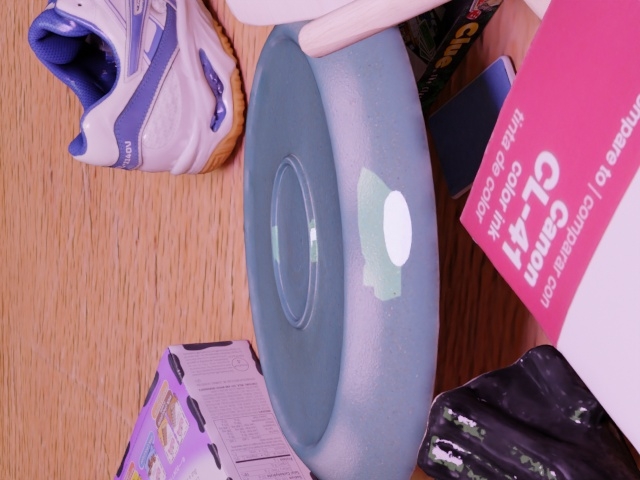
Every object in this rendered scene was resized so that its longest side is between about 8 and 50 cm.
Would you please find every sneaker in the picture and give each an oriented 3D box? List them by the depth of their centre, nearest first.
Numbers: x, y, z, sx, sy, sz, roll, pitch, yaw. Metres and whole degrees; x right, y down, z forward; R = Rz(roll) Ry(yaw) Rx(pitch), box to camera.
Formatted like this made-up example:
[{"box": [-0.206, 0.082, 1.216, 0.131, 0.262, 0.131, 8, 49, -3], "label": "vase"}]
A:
[{"box": [-0.154, -0.184, 1.164, 0.112, 0.131, 0.296, -55, 48, 48], "label": "sneaker"}]

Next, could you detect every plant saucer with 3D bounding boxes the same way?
[{"box": [0.000, 0.000, 0.933, 0.317, 0.043, 0.318, 177, 90, -76], "label": "plant saucer"}]

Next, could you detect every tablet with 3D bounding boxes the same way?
[{"box": [0.090, -0.063, 0.898, 0.083, 0.006, 0.054, -39, 61, 54], "label": "tablet"}]

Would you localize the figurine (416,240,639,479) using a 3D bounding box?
[{"box": [0.161, 0.069, 0.738, 0.209, 0.092, 0.215, 32, 120, 43], "label": "figurine"}]

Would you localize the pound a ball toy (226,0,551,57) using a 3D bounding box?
[{"box": [0.046, -0.178, 0.714, 0.319, 0.208, 0.136, 1, 118, 52], "label": "pound a ball toy"}]

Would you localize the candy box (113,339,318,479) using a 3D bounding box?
[{"box": [-0.069, 0.198, 1.126, 0.196, 0.070, 0.165, 60, 140, 36], "label": "candy box"}]

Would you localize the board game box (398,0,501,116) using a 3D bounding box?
[{"box": [0.025, -0.204, 0.967, 0.136, 0.030, 0.260, -58, 47, 47], "label": "board game box"}]

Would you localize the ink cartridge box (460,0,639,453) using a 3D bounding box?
[{"box": [0.220, 0.039, 0.490, 0.306, 0.226, 0.131, 58, 138, 38], "label": "ink cartridge box"}]
